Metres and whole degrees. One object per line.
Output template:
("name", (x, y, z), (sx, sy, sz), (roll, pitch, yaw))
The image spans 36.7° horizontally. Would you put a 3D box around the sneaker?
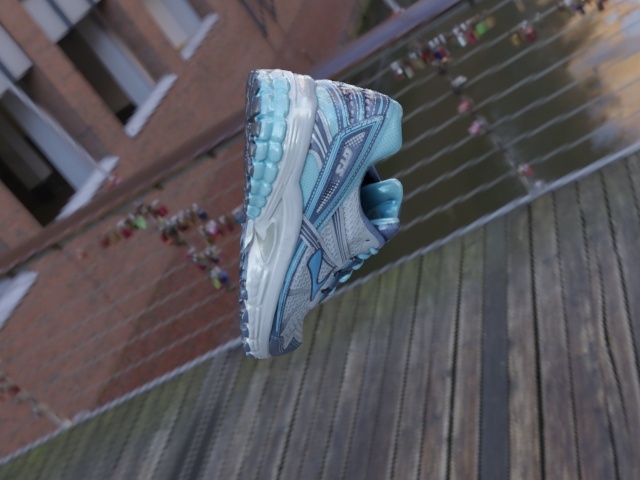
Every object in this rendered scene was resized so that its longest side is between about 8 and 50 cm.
("sneaker", (0.000, 0.000, 0.732), (0.122, 0.283, 0.110), (2, 50, -5))
